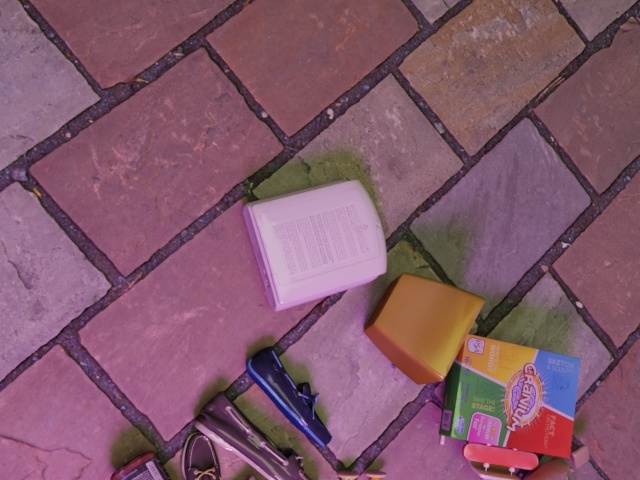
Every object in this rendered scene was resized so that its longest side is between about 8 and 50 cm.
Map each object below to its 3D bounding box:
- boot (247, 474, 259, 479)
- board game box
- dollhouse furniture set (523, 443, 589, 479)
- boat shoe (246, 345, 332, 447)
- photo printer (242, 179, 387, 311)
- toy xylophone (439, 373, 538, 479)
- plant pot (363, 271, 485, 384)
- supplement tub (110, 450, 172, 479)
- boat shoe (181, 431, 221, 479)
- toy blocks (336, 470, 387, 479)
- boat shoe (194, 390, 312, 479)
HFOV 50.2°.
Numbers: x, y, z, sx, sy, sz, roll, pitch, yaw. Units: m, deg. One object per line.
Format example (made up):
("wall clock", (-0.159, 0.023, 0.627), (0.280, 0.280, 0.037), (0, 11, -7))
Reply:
("boot", (-0.154, 0.630, 1.458), (0.165, 0.077, 0.213), (38, 75, 0))
("board game box", (0.450, 0.365, 1.614), (0.317, 0.064, 0.242), (13, 79, -15))
("dollhouse furniture set", (0.576, 0.716, 1.606), (0.356, 0.174, 0.303), (-27, 110, -22))
("boat shoe", (-0.053, 0.345, 1.521), (0.089, 0.109, 0.258), (-42, 99, -22))
("photo printer", (0.000, 0.000, 1.581), (0.308, 0.107, 0.255), (-17, 88, -20))
("toy xylophone", (0.417, 0.427, 1.674), (0.236, 0.081, 0.322), (6, 81, -17))
("plant pot", (0.222, 0.191, 1.586), (0.187, 0.212, 0.212), (31, 74, 1))
("supplement tub", (-0.333, 0.535, 1.379), (0.106, 0.106, 0.198), (-30, 75, -19))
("boat shoe", (-0.242, 0.516, 1.436), (0.081, 0.069, 0.227), (0, 70, -25))
("toy blocks", (0.092, 0.606, 1.559), (0.123, 0.054, 0.148), (5, 82, -18))
("boat shoe", (-0.114, 0.453, 1.483), (0.335, 0.112, 0.095), (36, 78, -7))
